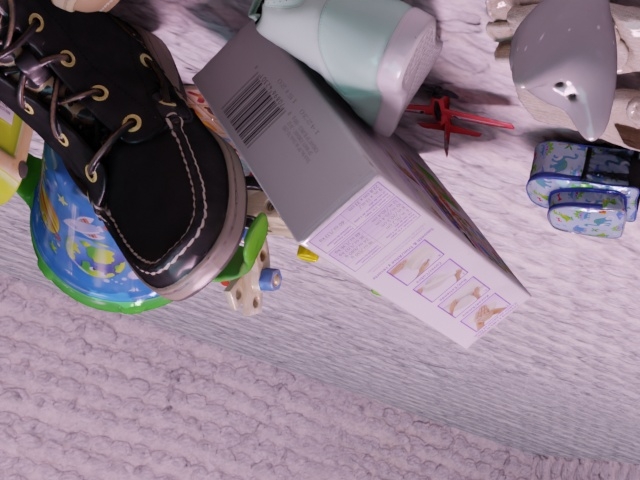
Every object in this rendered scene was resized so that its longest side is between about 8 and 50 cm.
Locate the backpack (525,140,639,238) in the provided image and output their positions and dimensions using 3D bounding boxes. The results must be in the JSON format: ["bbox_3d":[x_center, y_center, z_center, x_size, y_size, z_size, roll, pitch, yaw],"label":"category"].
[{"bbox_3d":[0.269,-0.054,1.153,0.114,0.084,0.105,12,163,16],"label":"backpack"}]

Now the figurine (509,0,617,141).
[{"bbox_3d":[0.199,-0.139,0.669,0.214,0.210,0.092,23,162,-30],"label":"figurine"}]

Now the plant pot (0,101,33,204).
[{"bbox_3d":[-0.408,-0.156,1.117,0.207,0.227,0.228,2,162,18],"label":"plant pot"}]

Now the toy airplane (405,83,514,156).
[{"bbox_3d":[0.126,-0.123,1.132,0.151,0.028,0.151,14,165,4],"label":"toy airplane"}]

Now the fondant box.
[{"bbox_3d":[0.047,-0.047,1.100,0.330,0.096,0.238,32,-160,-51],"label":"fondant box"}]

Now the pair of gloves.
[{"bbox_3d":[0.242,-0.129,0.935,0.204,0.042,0.240,16,167,26],"label":"pair of gloves"}]

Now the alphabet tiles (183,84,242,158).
[{"bbox_3d":[-0.153,-0.140,1.348,0.237,0.009,0.198,5,163,25],"label":"alphabet tiles"}]

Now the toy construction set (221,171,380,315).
[{"bbox_3d":[0.000,0.000,1.467,0.327,0.151,0.215,-10,158,22],"label":"toy construction set"}]

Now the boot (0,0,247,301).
[{"bbox_3d":[-0.222,-0.130,0.938,0.138,0.377,0.284,-41,133,16],"label":"boot"}]

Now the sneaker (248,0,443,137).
[{"bbox_3d":[0.020,-0.172,0.964,0.151,0.094,0.256,29,176,7],"label":"sneaker"}]

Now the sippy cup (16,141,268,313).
[{"bbox_3d":[-0.224,-0.062,1.292,0.305,0.240,0.224,-9,157,-12],"label":"sippy cup"}]

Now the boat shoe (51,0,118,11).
[{"bbox_3d":[-0.098,-0.229,0.768,0.110,0.122,0.341,21,162,-22],"label":"boat shoe"}]
